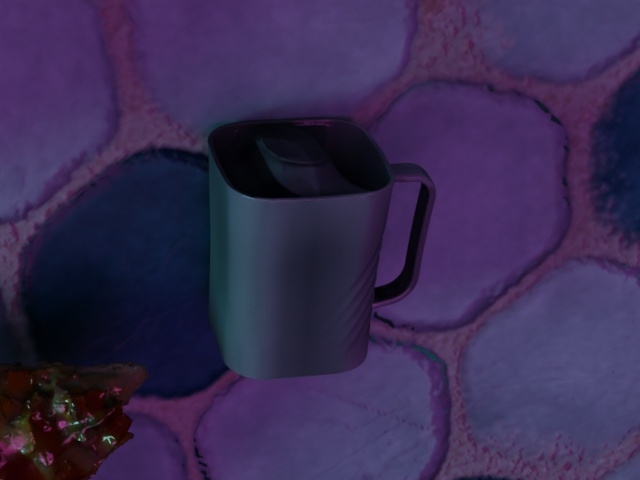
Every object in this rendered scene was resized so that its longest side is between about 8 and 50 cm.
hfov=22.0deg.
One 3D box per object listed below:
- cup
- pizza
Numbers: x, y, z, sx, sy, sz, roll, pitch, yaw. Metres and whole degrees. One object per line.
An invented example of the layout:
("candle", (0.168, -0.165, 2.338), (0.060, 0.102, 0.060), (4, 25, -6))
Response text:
("cup", (0.000, 0.000, 0.939), (0.128, 0.095, 0.129), (-5, 122, -16))
("pizza", (-0.181, 0.121, 0.893), (0.199, 0.062, 0.188), (-26, 123, -1))
